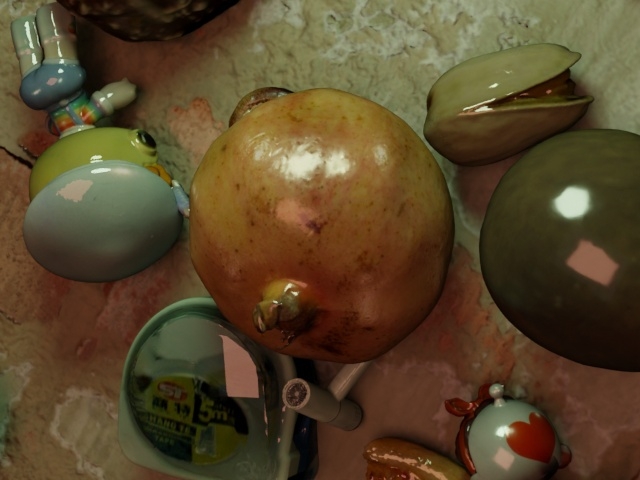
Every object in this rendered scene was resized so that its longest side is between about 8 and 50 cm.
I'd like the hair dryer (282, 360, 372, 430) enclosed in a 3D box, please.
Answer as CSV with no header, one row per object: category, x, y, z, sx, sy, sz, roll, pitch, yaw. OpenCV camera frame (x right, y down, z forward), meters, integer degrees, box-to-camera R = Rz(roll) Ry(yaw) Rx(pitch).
hair dryer,0.041,0.154,1.446,0.044,0.155,0.183,30,89,33

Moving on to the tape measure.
tape measure,-0.134,0.205,1.503,0.259,0.138,0.262,9,98,17

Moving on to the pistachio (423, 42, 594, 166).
pistachio,0.223,-0.166,1.350,0.206,0.131,0.129,-19,97,16

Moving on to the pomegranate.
pomegranate,0.000,0.000,1.322,0.338,0.338,0.338,2,96,19

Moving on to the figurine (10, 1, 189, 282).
figurine,-0.346,-0.124,1.513,0.225,0.205,0.381,-34,81,24

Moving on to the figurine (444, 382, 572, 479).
figurine,0.240,0.277,1.363,0.183,0.160,0.226,-30,70,-17

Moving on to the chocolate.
chocolate,-0.218,-0.396,1.435,0.340,0.210,0.225,-28,84,19

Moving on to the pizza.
pizza,0.151,0.410,1.454,0.226,0.086,0.335,-43,83,16

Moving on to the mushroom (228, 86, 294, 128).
mushroom,-0.060,-0.143,1.469,0.127,0.087,0.127,3,101,18

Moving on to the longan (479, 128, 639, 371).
longan,0.333,0.010,1.276,0.300,0.243,0.300,2,81,-15
